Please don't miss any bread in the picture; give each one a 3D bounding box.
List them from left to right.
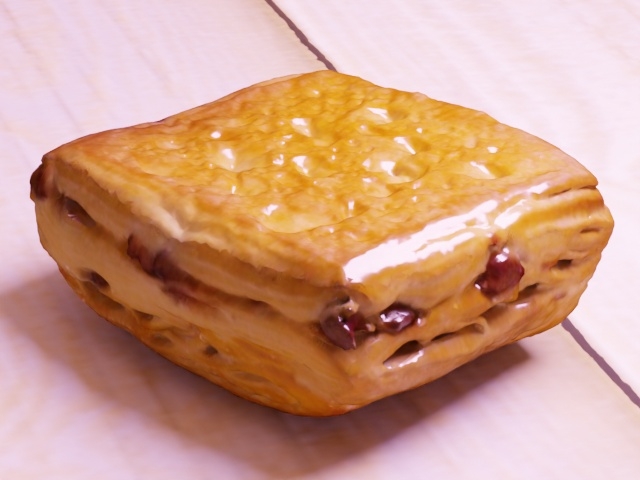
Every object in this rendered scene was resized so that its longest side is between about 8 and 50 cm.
[{"bbox_3d":[0.000,0.000,0.942,0.210,0.099,0.235,-22,32,-39],"label":"bread"}]
